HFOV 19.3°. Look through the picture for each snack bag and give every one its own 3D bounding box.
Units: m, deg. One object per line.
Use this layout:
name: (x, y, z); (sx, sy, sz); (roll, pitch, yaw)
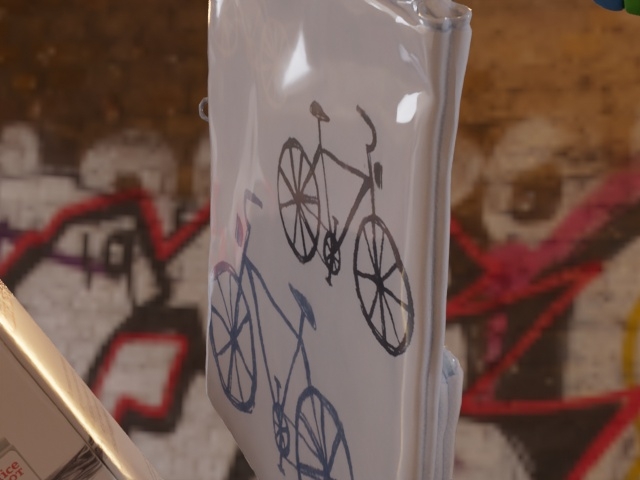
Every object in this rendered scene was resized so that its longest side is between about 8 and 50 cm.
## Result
snack bag: (0.000, 0.000, 0.933); (0.037, 0.342, 0.323); (-7, 24, -18)

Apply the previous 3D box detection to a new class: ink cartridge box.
ink cartridge box: (-0.177, 0.158, 1.198); (0.117, 0.283, 0.207); (-38, 13, -3)

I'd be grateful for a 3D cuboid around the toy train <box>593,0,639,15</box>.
toy train: (0.256, -0.266, 1.410); (0.143, 0.248, 0.105); (13, -37, 20)
